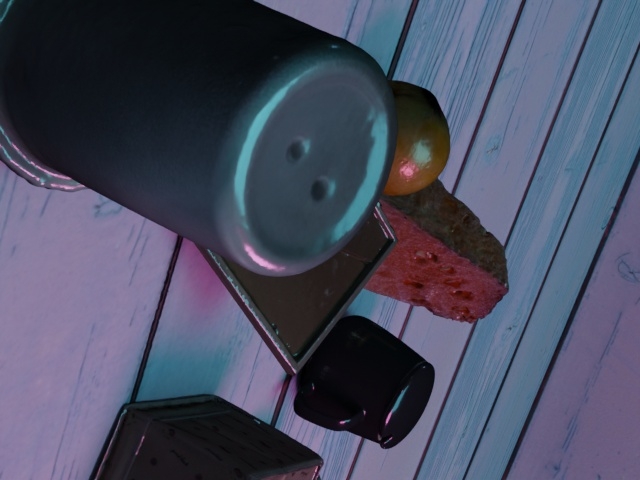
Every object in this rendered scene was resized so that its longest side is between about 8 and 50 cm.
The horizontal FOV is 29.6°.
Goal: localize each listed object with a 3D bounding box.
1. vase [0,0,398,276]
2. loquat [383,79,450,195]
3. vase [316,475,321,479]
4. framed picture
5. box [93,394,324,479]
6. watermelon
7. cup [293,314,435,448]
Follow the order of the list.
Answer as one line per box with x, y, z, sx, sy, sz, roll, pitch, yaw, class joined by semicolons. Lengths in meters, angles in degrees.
-0.097;-0.111;0.941;0.245;0.291;0.245;-24;126;-38;vase
0.097;-0.130;1.545;0.137;0.163;0.163;-29;148;-9;loquat
-0.105;0.414;1.742;0.248;0.128;0.128;-55;157;5;vase
-0.036;-0.030;1.380;0.232;0.024;0.315;-51;129;-25;framed picture
-0.167;0.365;1.479;0.297;0.190;0.225;-65;158;7;box
0.156;0.011;1.682;0.140;0.256;0.193;-47;159;-32;watermelon
0.058;0.225;1.804;0.223;0.176;0.169;-33;146;-50;cup
